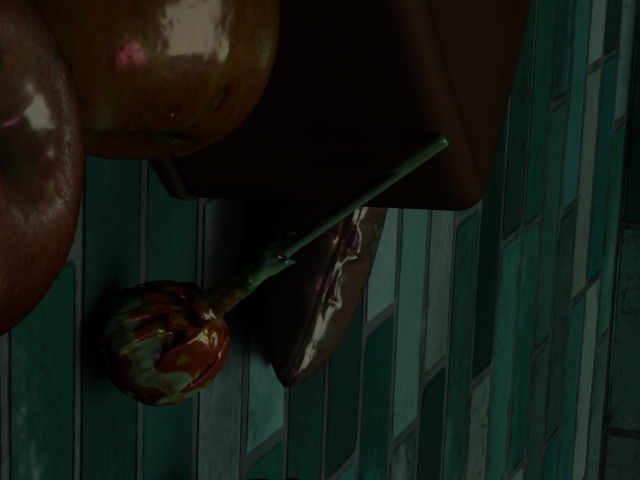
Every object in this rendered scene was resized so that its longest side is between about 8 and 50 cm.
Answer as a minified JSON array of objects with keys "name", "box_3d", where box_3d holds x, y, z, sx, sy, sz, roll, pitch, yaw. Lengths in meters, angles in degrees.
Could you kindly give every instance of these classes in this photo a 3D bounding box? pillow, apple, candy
[{"name":"pillow","box_3d":[0.000,0.000,1.592,0.223,0.084,0.236,169,-62,-83]},{"name":"apple","box_3d":[-0.208,-0.038,0.949,0.201,0.162,0.201,-6,90,-68]},{"name":"candy","box_3d":[-0.034,0.011,1.336,0.084,0.287,0.078,43,20,-31]},{"name":"apple","box_3d":[-0.120,-0.137,1.104,0.196,0.196,0.196,8,90,-71]}]

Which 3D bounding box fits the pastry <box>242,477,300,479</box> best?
[{"name":"pastry","box_3d":[-0.021,0.260,1.528,0.093,0.192,0.182,-73,165,-46]}]

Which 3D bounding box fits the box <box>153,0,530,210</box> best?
[{"name":"box","box_3d":[-0.001,-0.188,1.360,0.339,0.229,0.239,66,34,-58]}]
